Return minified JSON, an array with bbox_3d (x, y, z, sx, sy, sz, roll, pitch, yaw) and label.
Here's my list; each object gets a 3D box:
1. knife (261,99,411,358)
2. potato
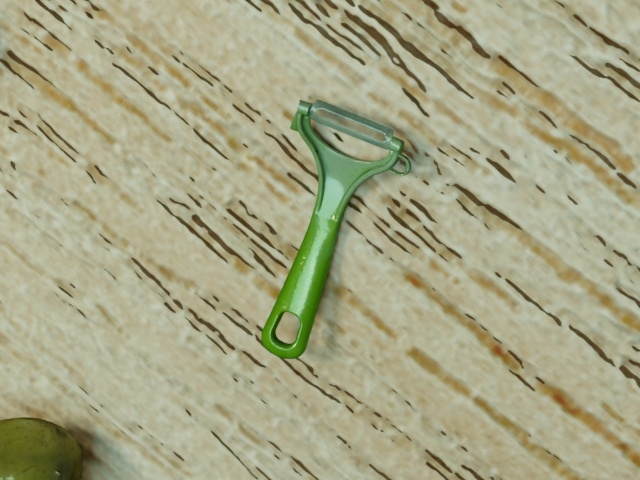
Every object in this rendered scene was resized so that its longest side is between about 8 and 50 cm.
[{"bbox_3d":[0.001,-0.001,0.894,0.078,0.022,0.166,25,115,18],"label":"knife"},{"bbox_3d":[-0.233,0.194,1.029,0.105,0.085,0.188,18,121,-11],"label":"potato"}]
